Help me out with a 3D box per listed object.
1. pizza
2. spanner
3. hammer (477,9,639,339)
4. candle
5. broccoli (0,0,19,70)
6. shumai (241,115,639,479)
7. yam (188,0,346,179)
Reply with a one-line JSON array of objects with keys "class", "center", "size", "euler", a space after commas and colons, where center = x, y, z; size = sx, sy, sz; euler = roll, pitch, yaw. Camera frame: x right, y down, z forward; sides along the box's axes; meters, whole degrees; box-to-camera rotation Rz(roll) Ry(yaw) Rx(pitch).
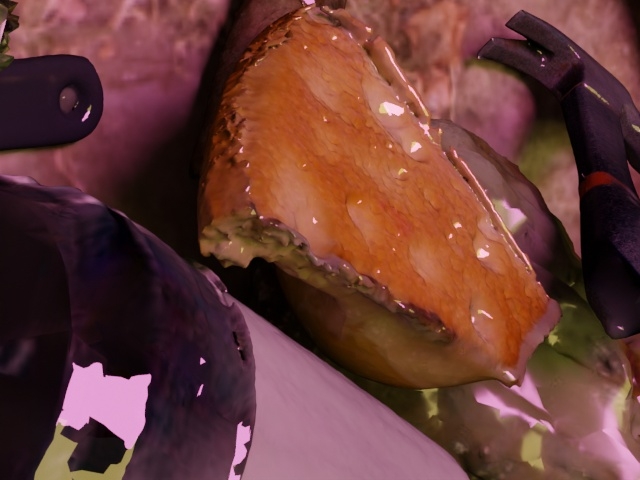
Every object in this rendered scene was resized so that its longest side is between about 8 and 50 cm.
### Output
[{"class": "pizza", "center": [0.006, 0.004, 0.825], "size": [0.188, 0.080, 0.204], "euler": [52, 27, -5]}, {"class": "spanner", "center": [-0.214, -0.041, 0.782], "size": [0.316, 0.024, 0.087], "euler": [-10, 98, -44]}, {"class": "hammer", "center": [0.143, -0.035, 0.989], "size": [0.137, 0.037, 0.290], "euler": [39, 22, -14]}, {"class": "candle", "center": [-0.062, 0.133, 0.793], "size": [0.342, 0.221, 0.221], "euler": [38, 65, -41]}, {"class": "broccoli", "center": [-0.179, -0.150, 0.652], "size": [0.308, 0.275, 0.308], "euler": [4, 90, -72]}, {"class": "shumai", "center": [0.102, 0.058, 0.956], "size": [0.272, 0.203, 0.222], "euler": [45, 61, -30]}, {"class": "yam", "center": [-0.008, -0.141, 0.948], "size": [0.061, 0.061, 0.253], "euler": [26, 73, -40]}]
